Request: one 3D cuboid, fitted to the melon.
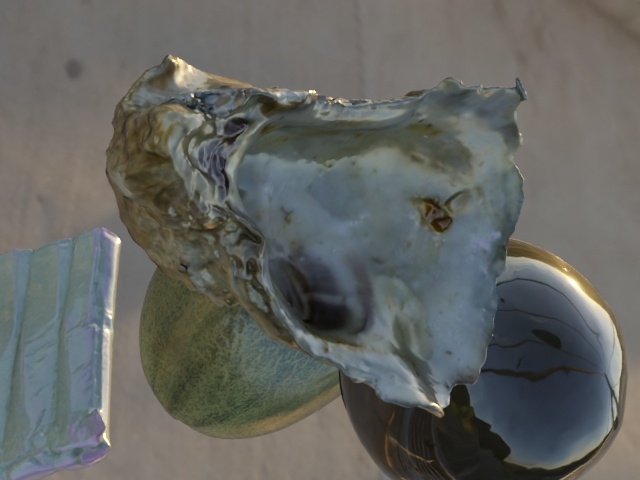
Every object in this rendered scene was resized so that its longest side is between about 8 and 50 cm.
[{"bbox_3d":[-0.039,0.050,1.616,0.248,0.248,0.329,40,88,-34],"label":"melon"}]

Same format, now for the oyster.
[{"bbox_3d":[-0.003,-0.015,0.757,0.233,0.107,0.161,19,79,-37],"label":"oyster"}]

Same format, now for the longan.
[{"bbox_3d":[0.114,0.093,1.117,0.196,0.220,0.196,6,69,-15],"label":"longan"}]

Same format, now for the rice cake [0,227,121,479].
[{"bbox_3d":[-0.223,0.091,1.122,0.037,0.189,0.198,68,8,-47],"label":"rice cake"}]
